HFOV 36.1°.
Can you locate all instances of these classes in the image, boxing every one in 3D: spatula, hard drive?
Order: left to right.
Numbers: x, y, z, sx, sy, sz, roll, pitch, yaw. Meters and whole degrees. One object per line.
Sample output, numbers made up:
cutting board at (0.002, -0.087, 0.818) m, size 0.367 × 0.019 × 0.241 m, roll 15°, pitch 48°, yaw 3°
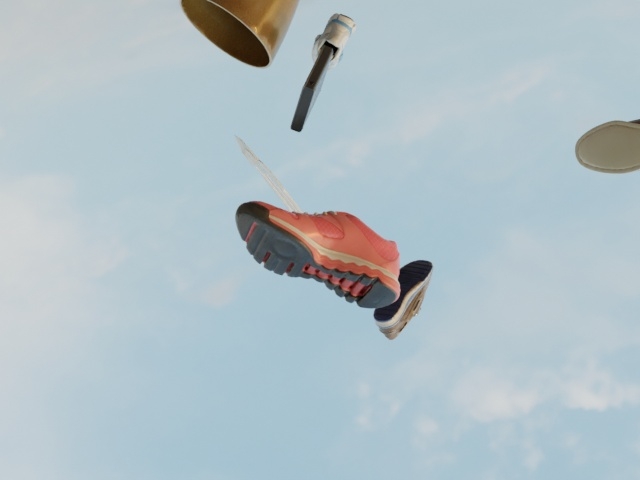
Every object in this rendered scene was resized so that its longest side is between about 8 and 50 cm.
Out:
spatula at (-0.093, -0.118, 2.098) m, size 0.019 × 0.242 × 0.168 m, roll -44°, pitch -141°, yaw -6°
hard drive at (-0.014, -0.258, 1.671) m, size 0.022 × 0.094 × 0.135 m, roll 21°, pitch -137°, yaw 1°

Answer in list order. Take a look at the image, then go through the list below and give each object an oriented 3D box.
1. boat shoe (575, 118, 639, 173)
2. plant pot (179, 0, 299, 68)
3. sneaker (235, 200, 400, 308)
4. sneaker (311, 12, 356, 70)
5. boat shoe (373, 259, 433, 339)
boat shoe at (0.702, -0.212, 2.082) m, size 0.324 × 0.117 × 0.096 m, roll -12°, pitch 179°, yaw 43°
plant pot at (-0.137, -0.546, 2.118) m, size 0.237 × 0.237 × 0.254 m, roll 20°, pitch -107°, yaw 48°
sneaker at (0.000, 0.000, 1.692) m, size 0.116 × 0.314 × 0.136 m, roll -48°, pitch -160°, yaw 50°
sneaker at (0.012, -0.396, 2.058) m, size 0.071 × 0.191 × 0.083 m, roll 27°, pitch -112°, yaw -2°
boat shoe at (0.156, 0.110, 1.830) m, size 0.066 × 0.066 × 0.183 m, roll 12°, pitch -134°, yaw 36°
